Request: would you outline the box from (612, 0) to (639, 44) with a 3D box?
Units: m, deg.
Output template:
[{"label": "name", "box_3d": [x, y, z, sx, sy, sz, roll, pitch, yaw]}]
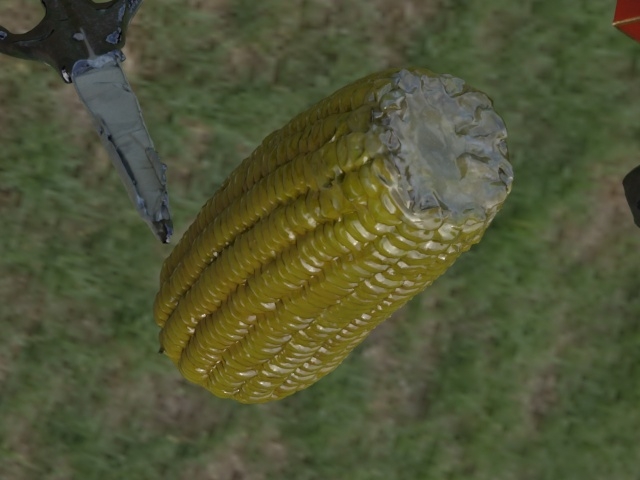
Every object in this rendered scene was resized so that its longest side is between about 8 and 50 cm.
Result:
[{"label": "box", "box_3d": [0.256, -0.215, 1.283, 0.048, 0.112, 0.175, 25, 70, -36]}]

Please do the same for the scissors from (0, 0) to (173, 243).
[{"label": "scissors", "box_3d": [-0.119, -0.087, 1.062, 0.109, 0.300, 0.022, -24, 129, -2]}]

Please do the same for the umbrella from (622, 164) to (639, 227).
[{"label": "umbrella", "box_3d": [0.327, -0.086, 1.243, 0.113, 0.358, 0.106, 26, 49, -26]}]

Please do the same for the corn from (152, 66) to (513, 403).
[{"label": "corn", "box_3d": [0.000, 0.000, 1.158, 0.131, 0.344, 0.131, 9, 66, -21]}]
